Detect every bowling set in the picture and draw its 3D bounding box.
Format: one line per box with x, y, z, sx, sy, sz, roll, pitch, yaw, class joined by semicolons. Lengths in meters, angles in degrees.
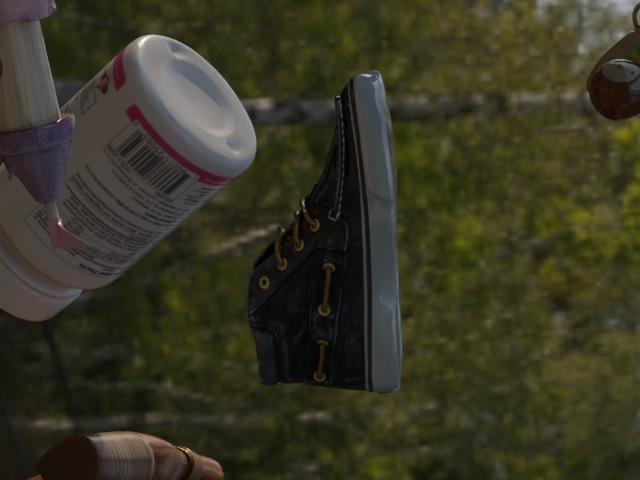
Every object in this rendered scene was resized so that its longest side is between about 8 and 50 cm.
0.343;-0.137;1.399;0.154;0.200;0.287;-48;-120;12;bowling set

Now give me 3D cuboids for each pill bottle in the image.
-0.212;-0.054;1.510;0.283;0.160;0.160;-38;-132;24;pill bottle

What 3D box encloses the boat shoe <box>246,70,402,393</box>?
0.000;0.000;0.842;0.065;0.083;0.183;-80;168;-69;boat shoe

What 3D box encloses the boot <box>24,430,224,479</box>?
-0.247;0.273;1.519;0.220;0.283;0.109;21;33;-59;boot

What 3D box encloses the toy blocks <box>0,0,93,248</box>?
-0.278;-0.122;0.995;0.289;0.309;0.260;6;-68;40;toy blocks
